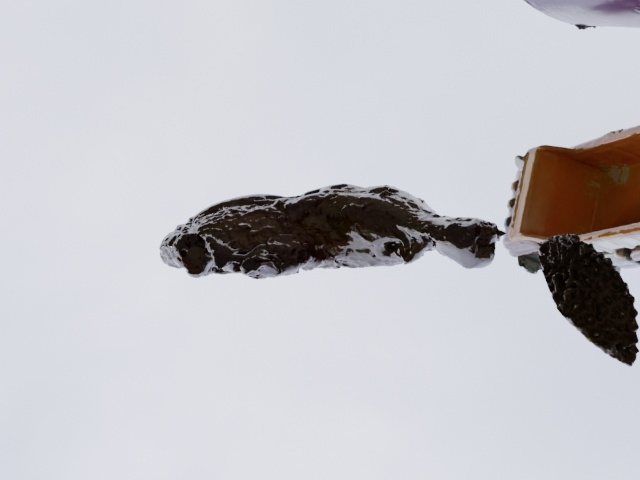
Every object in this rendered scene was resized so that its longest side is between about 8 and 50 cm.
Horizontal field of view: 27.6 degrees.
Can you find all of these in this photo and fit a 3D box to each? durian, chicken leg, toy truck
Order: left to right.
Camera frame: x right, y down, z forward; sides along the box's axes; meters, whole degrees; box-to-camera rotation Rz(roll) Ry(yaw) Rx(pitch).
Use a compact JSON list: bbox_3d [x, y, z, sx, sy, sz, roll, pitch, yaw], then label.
[{"bbox_3d":[0.005,-0.003,1.171,0.322,0.177,0.083,-5,-79,9],"label":"chicken leg"},{"bbox_3d":[0.198,0.036,0.959,0.052,0.066,0.130,-38,-126,8],"label":"durian"},{"bbox_3d":[0.261,-0.030,1.151,0.135,0.270,0.114,18,-102,-18],"label":"toy truck"}]

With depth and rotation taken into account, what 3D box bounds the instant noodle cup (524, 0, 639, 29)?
[{"bbox_3d":[0.279,-0.295,0.942,0.340,0.340,0.266,-46,-158,-20],"label":"instant noodle cup"}]
